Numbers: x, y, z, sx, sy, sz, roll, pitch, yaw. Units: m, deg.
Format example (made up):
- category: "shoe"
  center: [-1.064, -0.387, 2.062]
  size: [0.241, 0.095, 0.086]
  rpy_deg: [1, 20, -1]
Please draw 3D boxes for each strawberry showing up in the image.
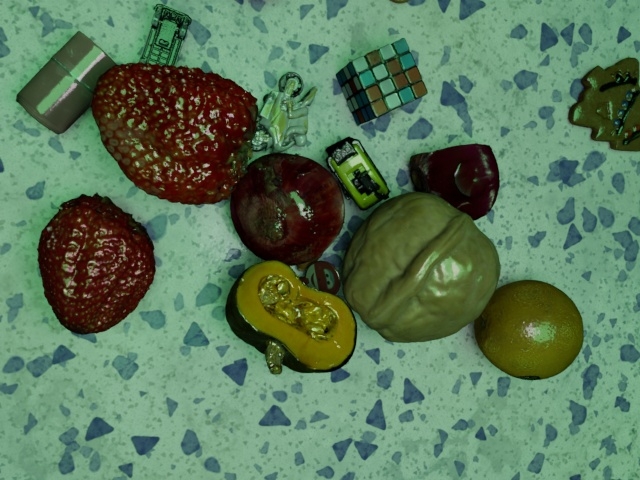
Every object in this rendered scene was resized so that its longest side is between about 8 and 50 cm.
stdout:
- category: "strawberry"
  center: [-0.311, -0.243, 1.188]
  size: [0.351, 0.267, 0.312]
  rpy_deg: [28, 59, -23]
- category: "strawberry"
  center: [-0.499, 0.060, 1.225]
  size: [0.250, 0.238, 0.288]
  rpy_deg: [15, 66, -4]

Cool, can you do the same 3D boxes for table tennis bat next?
- category: "table tennis bat"
  center: [-0.017, 0.100, 1.411]
  size: [0.155, 0.019, 0.098]
  rpy_deg: [-6, 99, 30]

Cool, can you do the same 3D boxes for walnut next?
- category: "walnut"
  center: [0.235, 0.072, 1.355]
  size: [0.381, 0.381, 0.381]
  rpy_deg: [-1, 94, -13]

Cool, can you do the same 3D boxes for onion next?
- category: "onion"
  center: [0.364, -0.143, 1.438]
  size: [0.216, 0.206, 0.206]
  rpy_deg: [-14, 97, -11]
- category: "onion"
  center: [-0.082, -0.073, 1.315]
  size: [0.276, 0.276, 0.276]
  rpy_deg: [-1, 94, -13]

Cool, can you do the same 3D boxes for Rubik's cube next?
- category: "Rubik's cube"
  center: [0.149, -0.394, 1.396]
  size: [0.155, 0.154, 0.151]
  rpy_deg: [-28, 99, -11]

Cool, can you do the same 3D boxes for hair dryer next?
- category: "hair dryer"
  center: [-0.483, -0.275, 1.281]
  size: [0.352, 0.125, 0.210]
  rpy_deg: [43, 85, -19]

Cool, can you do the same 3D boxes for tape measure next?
- category: "tape measure"
  center: [0.089, -0.162, 1.380]
  size: [0.112, 0.199, 0.186]
  rpy_deg: [-35, 101, 10]

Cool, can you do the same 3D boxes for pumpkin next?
- category: "pumpkin"
  center: [-0.095, 0.211, 1.332]
  size: [0.325, 0.232, 0.242]
  rpy_deg: [36, 58, -11]

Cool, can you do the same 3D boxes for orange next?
- category: "orange"
  center: [0.553, 0.237, 1.485]
  size: [0.274, 0.274, 0.274]
  rpy_deg: [-1, 94, -13]

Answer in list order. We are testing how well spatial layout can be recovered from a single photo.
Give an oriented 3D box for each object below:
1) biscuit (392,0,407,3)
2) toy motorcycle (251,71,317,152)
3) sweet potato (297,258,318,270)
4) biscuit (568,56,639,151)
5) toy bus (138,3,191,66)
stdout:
- category: "biscuit"
  center: [0.175, -0.687, 1.448]
  size: [0.184, 0.027, 0.133]
  rpy_deg: [34, 84, -13]
- category: "toy motorcycle"
  center: [-0.086, -0.301, 1.389]
  size: [0.151, 0.074, 0.228]
  rpy_deg: [34, 84, -16]
- category: "sweet potato"
  center: [0.000, 0.000, 1.437]
  size: [0.056, 0.056, 0.195]
  rpy_deg: [34, 94, -13]
- category: "biscuit"
  center: [0.880, -0.382, 1.629]
  size: [0.301, 0.043, 0.278]
  rpy_deg: [44, 84, -13]
- category: "toy bus"
  center: [-0.371, -0.441, 1.301]
  size: [0.087, 0.089, 0.193]
  rpy_deg: [18, 90, -16]
